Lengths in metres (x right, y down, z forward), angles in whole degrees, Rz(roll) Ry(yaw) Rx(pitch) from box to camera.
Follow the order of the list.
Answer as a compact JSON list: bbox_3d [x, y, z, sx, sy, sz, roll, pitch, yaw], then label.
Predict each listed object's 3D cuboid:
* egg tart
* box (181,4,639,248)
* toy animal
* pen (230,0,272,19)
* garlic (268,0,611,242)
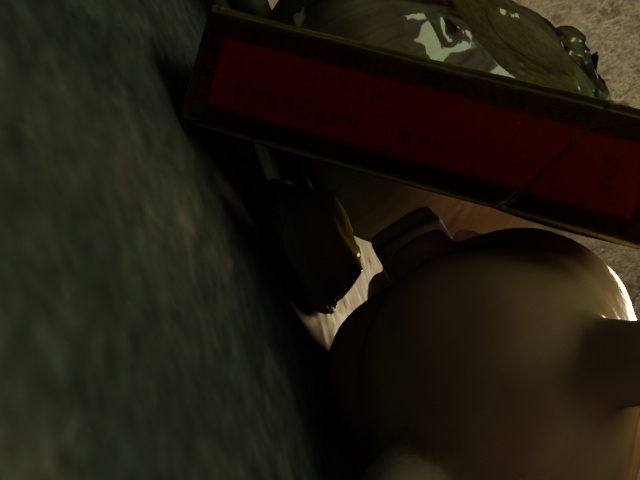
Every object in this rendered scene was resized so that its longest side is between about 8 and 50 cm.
[{"bbox_3d":[0.000,0.000,0.537,0.105,0.039,0.105,-22,90,-80],"label":"egg tart"},{"bbox_3d":[0.061,-0.061,0.467,0.153,0.240,0.074,7,99,-81],"label":"box"},{"bbox_3d":[0.107,0.077,0.491,0.256,0.195,0.212,45,15,-56],"label":"toy animal"},{"bbox_3d":[-0.088,-0.251,0.681,0.040,0.032,0.233,41,-17,54],"label":"pen"},{"bbox_3d":[0.093,-0.112,0.695,0.322,0.241,0.322,18,22,-8],"label":"garlic"}]
